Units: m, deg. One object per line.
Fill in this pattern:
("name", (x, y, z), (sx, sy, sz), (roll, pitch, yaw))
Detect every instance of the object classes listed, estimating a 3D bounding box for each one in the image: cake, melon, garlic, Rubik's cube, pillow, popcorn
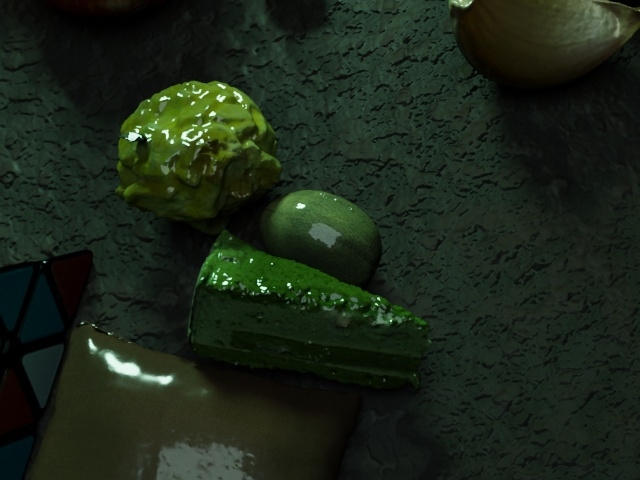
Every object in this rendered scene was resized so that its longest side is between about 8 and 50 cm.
("cake", (-0.009, 0.070, 1.343), (0.235, 0.100, 0.099), (11, 38, -5))
("melon", (0.000, 0.000, 1.374), (0.130, 0.098, 0.098), (29, 75, 10))
("garlic", (0.234, -0.230, 1.440), (0.206, 0.128, 0.115), (4, 29, -2))
("Rubik's cube", (-0.329, 0.065, 1.298), (0.250, 0.234, 0.284), (-39, 72, -11))
("pillow", (-0.134, 0.248, 1.290), (0.308, 0.108, 0.305), (14, 67, 5))
("popcorn", (-0.132, -0.086, 1.387), (0.173, 0.142, 0.173), (1, 66, -3))

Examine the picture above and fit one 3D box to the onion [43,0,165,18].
("onion", (-0.237, -0.363, 1.483), (0.230, 0.163, 0.230), (0, 62, 1))
